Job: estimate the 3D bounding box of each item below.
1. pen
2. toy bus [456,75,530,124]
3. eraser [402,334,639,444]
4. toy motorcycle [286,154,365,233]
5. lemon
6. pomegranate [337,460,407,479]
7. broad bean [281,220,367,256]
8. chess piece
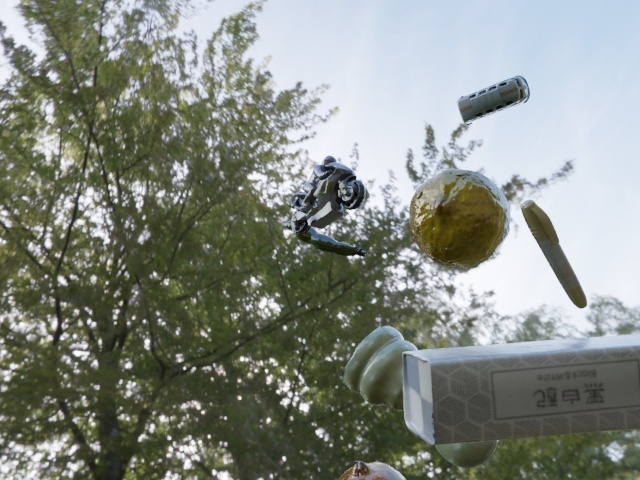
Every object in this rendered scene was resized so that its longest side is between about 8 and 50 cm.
[{"bbox_3d":[0.392,0.027,0.841,0.032,0.040,0.233,-42,-70,-14],"label":"pen"},{"bbox_3d":[0.480,-0.393,1.429,0.194,0.089,0.087,-16,-84,32],"label":"toy bus"},{"bbox_3d":[0.307,0.172,0.611,0.404,0.096,0.098,-2,-94,-7],"label":"eraser"},{"bbox_3d":[0.009,-0.109,1.118,0.073,0.152,0.225,15,-28,-40],"label":"toy motorcycle"},{"bbox_3d":[0.270,-0.042,0.997,0.192,0.192,0.231,-48,-33,9],"label":"lemon"},{"bbox_3d":[0.117,0.619,1.182,0.209,0.209,0.209,-8,-62,-15],"label":"pomegranate"},{"bbox_3d":[-0.001,0.001,1.511,0.060,0.298,0.043,-49,-34,-29],"label":"broad bean"},{"bbox_3d":[0.222,0.346,1.095,0.182,0.330,0.182,-29,-43,-31],"label":"chess piece"}]
